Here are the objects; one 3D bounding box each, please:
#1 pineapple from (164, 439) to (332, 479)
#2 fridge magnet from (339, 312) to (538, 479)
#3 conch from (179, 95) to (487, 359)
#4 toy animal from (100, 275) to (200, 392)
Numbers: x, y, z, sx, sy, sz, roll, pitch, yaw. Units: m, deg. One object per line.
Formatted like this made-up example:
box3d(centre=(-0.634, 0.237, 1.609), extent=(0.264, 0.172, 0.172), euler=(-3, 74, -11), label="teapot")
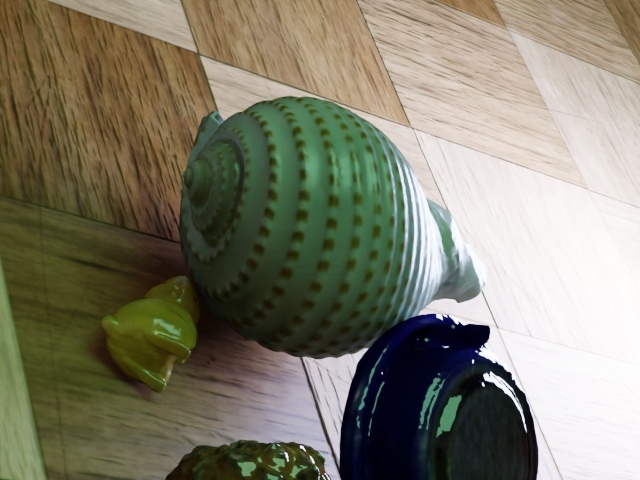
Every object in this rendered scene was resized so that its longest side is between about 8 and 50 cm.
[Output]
box3d(centre=(-0.051, 0.257, 1.418), extent=(0.166, 0.166, 0.193), euler=(6, 79, -45), label="pineapple")
box3d(centre=(0.112, 0.199, 1.622), extent=(0.265, 0.112, 0.265), euler=(6, 83, -50), label="fridge magnet")
box3d(centre=(-0.011, 0.011, 1.682), extent=(0.319, 0.303, 0.215), euler=(44, 69, -23), label="conch")
box3d(centre=(-0.145, 0.067, 1.626), extent=(0.083, 0.070, 0.159), euler=(36, 26, -4), label="toy animal")
